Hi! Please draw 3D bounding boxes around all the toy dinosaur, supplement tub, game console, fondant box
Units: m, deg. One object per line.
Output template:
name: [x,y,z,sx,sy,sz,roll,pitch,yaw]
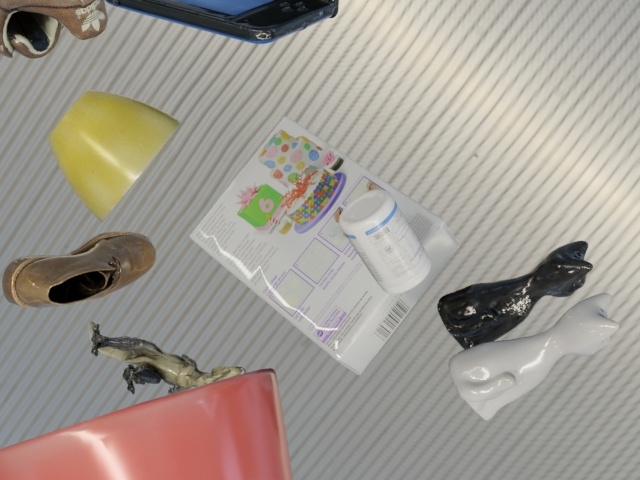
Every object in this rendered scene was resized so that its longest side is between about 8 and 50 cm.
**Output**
toy dinosaur: [-0.228,0.150,1.155,0.268,0.118,0.064,16,89,26]
supplement tub: [0.075,0.001,1.054,0.071,0.071,0.107,-30,118,7]
game console: [-0.116,-0.403,1.235,0.293,0.250,0.173,20,125,28]
fondant box: [0.000,0.000,1.329,0.330,0.096,0.238,37,87,31]

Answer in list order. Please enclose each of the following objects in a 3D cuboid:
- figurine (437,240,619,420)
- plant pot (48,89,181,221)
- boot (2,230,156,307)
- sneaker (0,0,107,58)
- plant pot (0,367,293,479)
figurine: [0.261,0.101,1.132,0.209,0.215,0.092,-32,113,17]
plant pot: [-0.223,-0.100,0.946,0.095,0.134,0.134,38,102,-12]
boot: [-0.361,0.057,1.497,0.115,0.305,0.112,8,105,31]
sneaker: [-0.175,-0.121,0.470,0.066,0.188,0.071,-40,115,-30]
plant pot: [-0.132,0.264,0.779,0.274,0.275,0.243,-18,80,4]
